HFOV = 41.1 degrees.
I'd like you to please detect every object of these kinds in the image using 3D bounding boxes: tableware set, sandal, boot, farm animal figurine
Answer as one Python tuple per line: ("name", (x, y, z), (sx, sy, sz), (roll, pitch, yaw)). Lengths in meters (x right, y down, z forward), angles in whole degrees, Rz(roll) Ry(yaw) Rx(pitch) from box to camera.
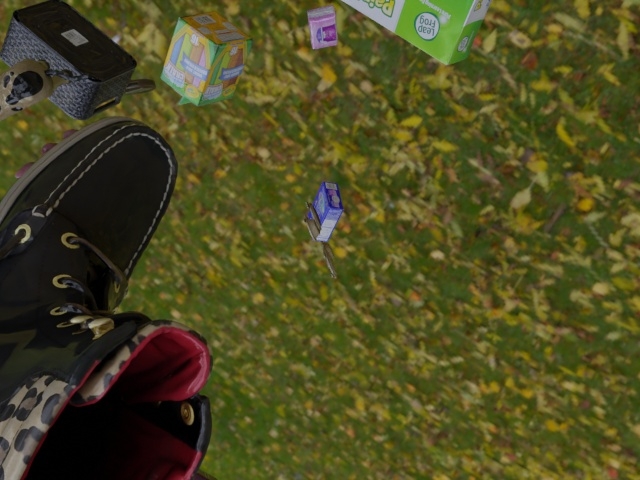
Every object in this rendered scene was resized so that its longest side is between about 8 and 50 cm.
("tableware set", (0.000, 0.000, 1.776), (0.141, 0.020, 0.168), (-83, -29, -77))
("sandal", (-0.401, -0.296, 1.568), (0.219, 0.090, 0.060), (9, 105, 35))
("boot", (-0.176, 0.063, 0.636), (0.284, 0.377, 0.138), (8, 145, 48))
("farm animal figurine", (-0.471, -0.082, 1.113), (0.327, 0.172, 0.330), (8, 110, 3))

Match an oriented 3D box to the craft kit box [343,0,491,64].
("craft kit box", (0.107, -0.373, 0.992), (0.250, 0.061, 0.246), (37, 132, 21))

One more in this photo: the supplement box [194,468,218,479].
("supplement box", (-0.231, 0.300, 1.060), (0.188, 0.104, 0.081), (31, 167, -3))

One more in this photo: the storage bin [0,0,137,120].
("storage bin", (-0.402, -0.291, 1.365), (0.180, 0.122, 0.084), (40, 127, 3))

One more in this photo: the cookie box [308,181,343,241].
("cookie box", (0.011, -0.065, 1.956), (0.040, 0.091, 0.107), (9, 133, -20))

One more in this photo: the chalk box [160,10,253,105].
("chalk box", (-0.272, -0.402, 1.988), (0.132, 0.132, 0.213), (38, 126, 18))

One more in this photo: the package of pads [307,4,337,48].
("package of pads", (0.005, -0.386, 1.543), (0.050, 0.031, 0.083), (-12, 153, -1))
